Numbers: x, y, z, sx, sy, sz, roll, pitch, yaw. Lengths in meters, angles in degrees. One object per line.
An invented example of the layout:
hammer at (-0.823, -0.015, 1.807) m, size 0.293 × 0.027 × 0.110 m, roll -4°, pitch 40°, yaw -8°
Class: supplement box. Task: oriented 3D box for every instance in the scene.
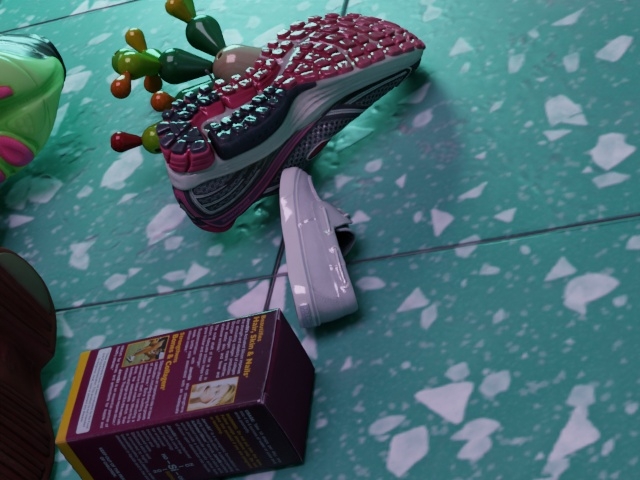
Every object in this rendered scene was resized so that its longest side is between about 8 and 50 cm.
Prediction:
supplement box at (-0.108, 0.134, 1.394) m, size 0.188 × 0.081 × 0.104 m, roll -13°, pitch 40°, yaw 20°

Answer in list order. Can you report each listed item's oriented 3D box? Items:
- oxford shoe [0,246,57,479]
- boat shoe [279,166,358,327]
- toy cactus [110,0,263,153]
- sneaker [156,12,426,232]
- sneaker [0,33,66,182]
oxford shoe at (-0.312, 0.159, 1.487) m, size 0.130 × 0.123 × 0.348 m, roll -33°, pitch 30°, yaw 23°
boat shoe at (0.000, 0.000, 1.497) m, size 0.063 × 0.066 × 0.184 m, roll -9°, pitch 37°, yaw 1°
toy cactus at (-0.124, -0.166, 1.747) m, size 0.180 × 0.112 × 0.219 m, roll 2°, pitch 42°, yaw 7°
sneaker at (-0.026, -0.122, 1.619) m, size 0.299 × 0.112 × 0.121 m, roll -32°, pitch 42°, yaw -25°
sneaker at (-0.481, -0.114, 1.864) m, size 0.482 × 0.185 × 0.202 m, roll -9°, pitch 24°, yaw 19°
